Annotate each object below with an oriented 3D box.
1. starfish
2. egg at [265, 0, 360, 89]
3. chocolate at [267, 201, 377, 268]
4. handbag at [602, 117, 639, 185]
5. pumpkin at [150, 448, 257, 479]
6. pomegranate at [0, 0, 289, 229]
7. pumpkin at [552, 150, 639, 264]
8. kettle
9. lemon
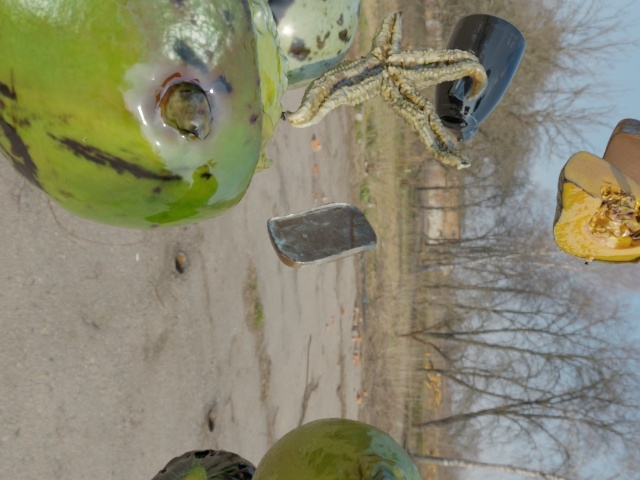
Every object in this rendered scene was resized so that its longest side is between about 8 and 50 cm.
[{"bbox_3d":[0.158,-0.272,0.946,0.432,0.324,0.082,-58,-178,-37],"label":"starfish"},{"bbox_3d":[-0.061,-0.452,0.985,0.379,0.287,0.288,-51,140,-54],"label":"egg"},{"bbox_3d":[-0.001,0.000,1.224,0.157,0.253,0.080,61,-27,32],"label":"chocolate"},{"bbox_3d":[0.703,-0.162,1.058,0.072,0.193,0.151,-48,151,-36],"label":"handbag"},{"bbox_3d":[-0.222,0.586,0.986,0.296,0.295,0.296,0,90,-78],"label":"pumpkin"},{"bbox_3d":[-0.179,-0.145,0.458,0.260,0.340,0.261,-15,112,-43],"label":"pomegranate"},{"bbox_3d":[0.489,-0.056,0.924,0.163,0.278,0.111,-42,-151,53],"label":"pumpkin"},{"bbox_3d":[0.429,-0.425,1.401,0.268,0.207,0.290,31,78,-60],"label":"kettle"},{"bbox_3d":[0.017,0.279,0.526,0.248,0.184,0.184,-53,-165,40],"label":"lemon"}]
